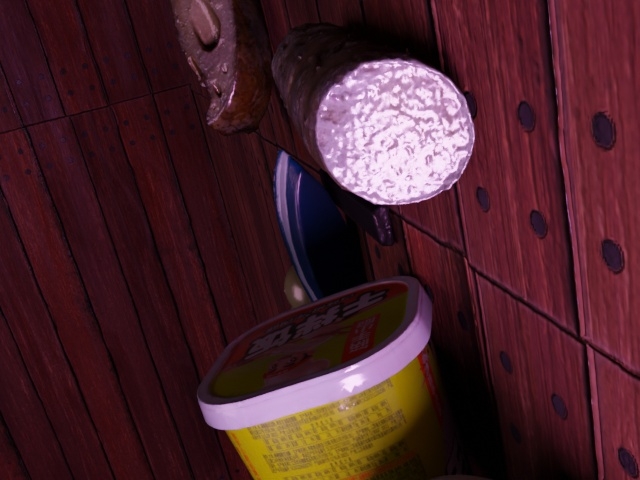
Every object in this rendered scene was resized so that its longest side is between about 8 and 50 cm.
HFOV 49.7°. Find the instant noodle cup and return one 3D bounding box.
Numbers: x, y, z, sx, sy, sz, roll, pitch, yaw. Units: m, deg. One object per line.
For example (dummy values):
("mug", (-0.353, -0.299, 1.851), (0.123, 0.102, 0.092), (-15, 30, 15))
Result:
("instant noodle cup", (0.049, 0.240, 0.801), (0.308, 0.294, 0.294), (66, 170, -11))

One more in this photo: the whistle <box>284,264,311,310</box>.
("whistle", (0.000, 0.143, 1.246), (0.131, 0.106, 0.288), (-134, 30, -60))

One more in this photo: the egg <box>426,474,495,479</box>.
("egg", (0.151, 0.322, 0.514), (0.371, 0.230, 0.230), (-125, 21, -66))

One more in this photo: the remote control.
("remote control", (0.046, -0.053, 0.956), (0.245, 0.025, 0.063), (-134, 24, -66))

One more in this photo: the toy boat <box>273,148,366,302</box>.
("toy boat", (0.000, 0.000, 1.034), (0.062, 0.096, 0.299), (35, 151, 58))

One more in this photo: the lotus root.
("lotus root", (-0.147, -0.347, 1.186), (0.210, 0.142, 0.314), (-29, -82, -64))

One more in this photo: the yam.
("yam", (0.025, -0.149, 0.685), (0.330, 0.133, 0.133), (-120, 16, -58))
